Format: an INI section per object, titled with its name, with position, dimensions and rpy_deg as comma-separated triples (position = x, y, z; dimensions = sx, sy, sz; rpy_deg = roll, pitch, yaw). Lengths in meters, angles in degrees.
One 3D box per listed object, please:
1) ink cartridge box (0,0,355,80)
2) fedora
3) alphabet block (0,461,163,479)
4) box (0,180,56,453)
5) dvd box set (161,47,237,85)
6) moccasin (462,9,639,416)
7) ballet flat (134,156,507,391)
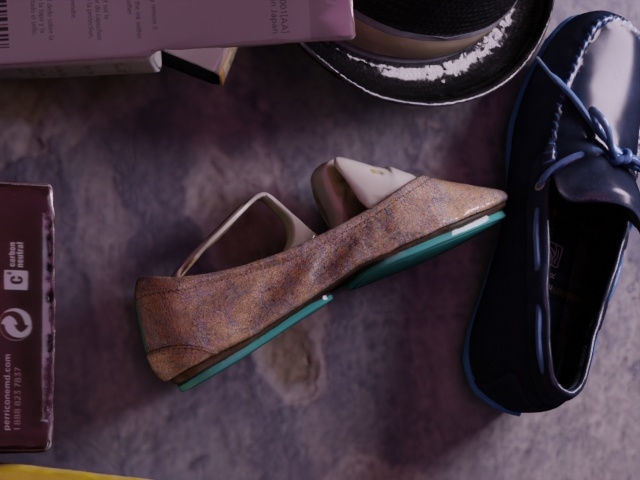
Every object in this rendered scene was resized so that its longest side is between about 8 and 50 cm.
[ink cartridge box]
position = -0.118, -0.256, 0.979
dimensions = 0.261, 0.066, 0.296
rpy_deg = -4, 87, -2
[fedora]
position = 0.093, -0.263, 1.170
dimensions = 0.334, 0.152, 0.334
rpy_deg = 12, 68, -32
[alphabet block]
position = -0.160, 0.246, 1.018
dimensions = 0.193, 0.197, 0.192
rpy_deg = 8, 80, -20
[box]
position = -0.273, 0.054, 0.994
dimensions = 0.167, 0.203, 0.169
rpy_deg = 2, 83, -22
[dvd box set]
position = -0.130, -0.355, 1.049
dimensions = 0.307, 0.062, 0.420
rpy_deg = 23, 86, -1
[moccasin]
position = 0.219, -0.022, 1.243
dimensions = 0.137, 0.117, 0.342
rpy_deg = 16, 80, -27
[ballet flat]
position = 0.000, 0.000, 1.168
dimensions = 0.316, 0.107, 0.106
rpy_deg = -27, 86, -24
